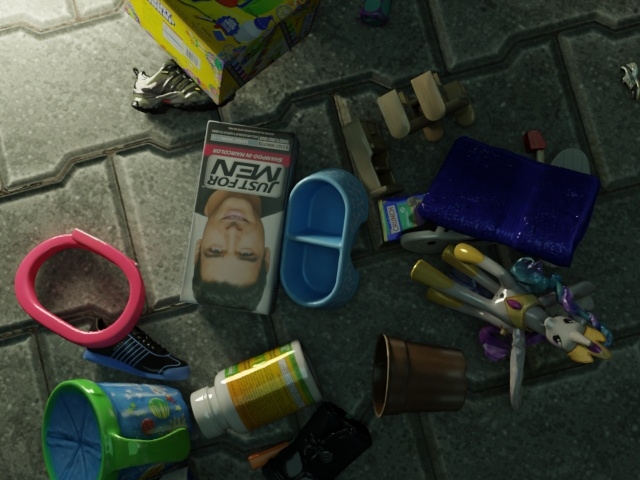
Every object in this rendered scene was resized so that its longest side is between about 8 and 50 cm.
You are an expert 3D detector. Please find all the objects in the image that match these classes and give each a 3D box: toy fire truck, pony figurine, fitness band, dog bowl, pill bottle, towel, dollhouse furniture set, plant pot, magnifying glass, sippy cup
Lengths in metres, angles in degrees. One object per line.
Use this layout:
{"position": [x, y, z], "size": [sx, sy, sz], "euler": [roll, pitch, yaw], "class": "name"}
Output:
{"position": [0.420, -0.125, 1.550], "size": [0.135, 0.047, 0.192], "euler": [-14, 85, 1], "class": "toy fire truck"}
{"position": [0.375, 0.149, 1.415], "size": [0.363, 0.351, 0.303], "euler": [30, 83, 23], "class": "pony figurine"}
{"position": [-0.496, 0.099, 1.529], "size": [0.291, 0.054, 0.209], "euler": [27, 78, 17], "class": "fitness band"}
{"position": [0.000, 0.000, 1.498], "size": [0.166, 0.074, 0.297], "euler": [11, 99, 23], "class": "dog bowl"}
{"position": [-0.130, 0.307, 1.491], "size": [0.246, 0.136, 0.136], "euler": [-23, 85, 0], "class": "pill bottle"}
{"position": [0.368, -0.089, 1.429], "size": [0.308, 0.076, 0.227], "euler": [18, 55, 19], "class": "towel"}
{"position": [0.190, -0.207, 1.489], "size": [0.242, 0.212, 0.161], "euler": [-25, 83, 26], "class": "dollhouse furniture set"}
{"position": [0.199, 0.277, 1.479], "size": [0.165, 0.167, 0.167], "euler": [5, 86, -5], "class": "plant pot"}
{"position": [-0.039, 0.421, 1.536], "size": [0.231, 0.026, 0.092], "euler": [-22, 86, 1], "class": "magnifying glass"}
{"position": [-0.381, 0.375, 1.430], "size": [0.305, 0.224, 0.240], "euler": [42, 117, 35], "class": "sippy cup"}

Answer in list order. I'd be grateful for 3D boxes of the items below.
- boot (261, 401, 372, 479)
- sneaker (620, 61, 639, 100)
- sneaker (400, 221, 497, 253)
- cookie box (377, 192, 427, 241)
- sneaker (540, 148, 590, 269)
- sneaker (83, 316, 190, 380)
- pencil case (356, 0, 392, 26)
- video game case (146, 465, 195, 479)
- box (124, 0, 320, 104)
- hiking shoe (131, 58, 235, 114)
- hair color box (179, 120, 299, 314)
{"position": [0.033, 0.469, 1.478], "size": [0.207, 0.094, 0.246], "euler": [-44, 88, 7], "class": "boot"}
{"position": [0.659, -0.336, 1.570], "size": [0.037, 0.032, 0.083], "euler": [-8, 80, 15], "class": "sneaker"}
{"position": [0.266, -0.046, 1.512], "size": [0.217, 0.079, 0.121], "euler": [-5, 64, -1], "class": "sneaker"}
{"position": [0.179, -0.048, 1.555], "size": [0.107, 0.040, 0.092], "euler": [-9, 87, 2], "class": "cookie box"}
{"position": [0.490, -0.063, 1.524], "size": [0.094, 0.091, 0.258], "euler": [16, 78, 9], "class": "sneaker"}
{"position": [-0.378, 0.226, 1.534], "size": [0.232, 0.081, 0.090], "euler": [13, 93, 4], "class": "sneaker"}
{"position": [0.124, -0.541, 1.582], "size": [0.070, 0.064, 0.151], "euler": [9, 86, -13], "class": "pencil case"}
{"position": [-0.330, 0.605, 1.466], "size": [0.244, 0.061, 0.269], "euler": [-19, 109, 0], "class": "video game case"}
{"position": [-0.199, -0.491, 1.498], "size": [0.290, 0.177, 0.279], "euler": [45, 70, 4], "class": "box"}
{"position": [-0.294, -0.334, 1.570], "size": [0.227, 0.086, 0.114], "euler": [-3, 89, 3], "class": "hiking shoe"}
{"position": [-0.163, -0.044, 1.531], "size": [0.185, 0.113, 0.374], "euler": [8, 87, 2], "class": "hair color box"}
